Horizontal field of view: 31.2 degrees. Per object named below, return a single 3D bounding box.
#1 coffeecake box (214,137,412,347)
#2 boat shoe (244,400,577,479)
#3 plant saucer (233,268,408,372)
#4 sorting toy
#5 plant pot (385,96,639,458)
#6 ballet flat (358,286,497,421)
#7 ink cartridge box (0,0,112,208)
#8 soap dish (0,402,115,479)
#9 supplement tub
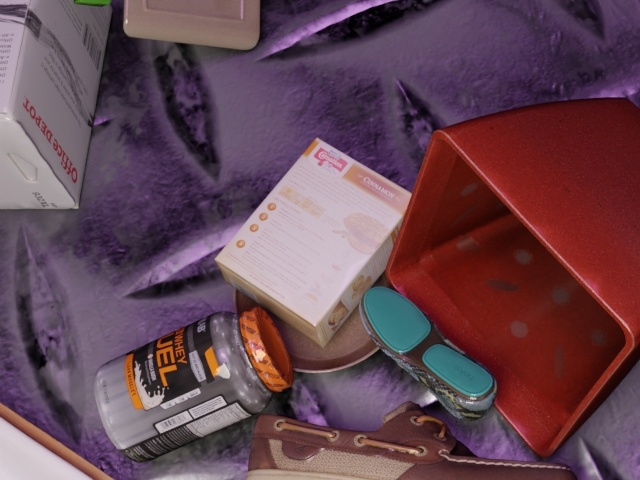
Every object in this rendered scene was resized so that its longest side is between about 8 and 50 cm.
[{"bbox_3d":[0.000,0.000,1.268,0.142,0.068,0.185,32,73,22],"label":"coffeecake box"},{"bbox_3d":[0.090,0.220,1.159,0.342,0.123,0.123,-2,65,15],"label":"boat shoe"},{"bbox_3d":[0.002,0.062,1.297,0.198,0.036,0.198,-4,62,7],"label":"plant saucer"},{"bbox_3d":[-0.162,-0.346,1.450,0.348,0.047,0.196,2,92,-27],"label":"sorting toy"},{"bbox_3d":[0.257,0.009,1.159,0.236,0.267,0.267,-30,66,-25],"label":"plant pot"},{"bbox_3d":[0.108,0.124,1.205,0.070,0.070,0.188,-39,54,-11],"label":"ballet flat"},{"bbox_3d":[-0.365,-0.220,1.392,0.129,0.223,0.307,-1,64,9],"label":"ink cartridge box"},{"bbox_3d":[-0.353,0.331,1.173,0.229,0.118,0.291,28,71,21],"label":"soap dish"},{"bbox_3d":[-0.132,0.149,1.213,0.190,0.117,0.117,-25,62,9],"label":"supplement tub"}]
